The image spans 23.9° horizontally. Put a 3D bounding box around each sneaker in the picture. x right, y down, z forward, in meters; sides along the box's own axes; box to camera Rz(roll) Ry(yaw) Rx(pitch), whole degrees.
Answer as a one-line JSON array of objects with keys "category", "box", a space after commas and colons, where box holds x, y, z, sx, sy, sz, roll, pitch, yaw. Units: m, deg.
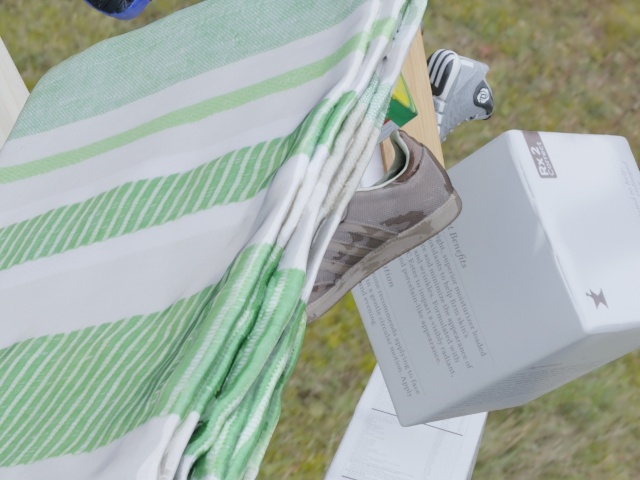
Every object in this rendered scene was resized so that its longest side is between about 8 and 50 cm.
[{"category": "sneaker", "box": [0.000, 0.000, 0.976, 0.188, 0.066, 0.071, -34, 101, -15]}, {"category": "sneaker", "box": [0.194, -0.171, 2.269, 0.132, 0.229, 0.086, 5, 31, -35]}]

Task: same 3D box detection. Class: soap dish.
[{"category": "soap dish", "box": [0.071, -0.139, 1.905, 0.118, 0.229, 0.291, -4, 73, -12]}]

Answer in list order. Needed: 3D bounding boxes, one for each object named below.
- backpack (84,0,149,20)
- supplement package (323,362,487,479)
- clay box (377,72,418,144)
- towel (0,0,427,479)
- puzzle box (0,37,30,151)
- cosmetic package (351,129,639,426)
[{"category": "backpack", "box": [-0.216, -0.307, 1.701, 0.098, 0.101, 0.120, 37, 94, 9]}, {"category": "supplement package", "box": [0.089, 0.250, 1.604, 0.139, 0.134, 0.244, 17, 33, 10]}, {"category": "clay box", "box": [0.005, -0.176, 1.500, 0.053, 0.127, 0.222, 32, 30, -44]}, {"category": "towel", "box": [-0.088, 0.004, 0.591, 0.038, 0.248, 0.325, 52, 40, -30]}, {"category": "puzzle box", "box": [-0.362, -0.105, 1.530, 0.052, 0.409, 0.272, -28, 91, -24]}, {"category": "cosmetic package", "box": [0.141, 0.028, 1.099, 0.151, 0.183, 0.151, -2, 67, -47]}]
